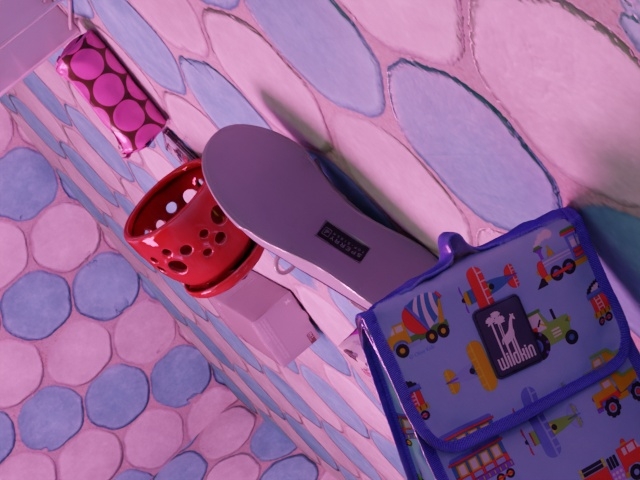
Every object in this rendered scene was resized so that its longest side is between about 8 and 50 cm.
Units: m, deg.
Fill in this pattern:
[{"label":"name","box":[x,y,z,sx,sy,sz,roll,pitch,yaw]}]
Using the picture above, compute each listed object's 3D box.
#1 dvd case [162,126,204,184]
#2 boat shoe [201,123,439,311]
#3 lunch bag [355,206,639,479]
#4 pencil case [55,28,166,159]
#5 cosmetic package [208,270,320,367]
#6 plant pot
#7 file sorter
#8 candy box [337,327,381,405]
[{"label":"dvd case","box":[-0.225,-0.136,2.077,0.119,0.013,0.087,46,166,10]},{"label":"boat shoe","box":[0.007,-0.006,1.541,0.367,0.136,0.156,33,166,14]},{"label":"lunch bag","box":[0.166,0.122,1.069,0.293,0.221,0.138,67,166,-12]},{"label":"pencil case","box":[-0.347,-0.238,1.983,0.209,0.098,0.095,51,166,-13]},{"label":"cosmetic package","box":[-0.115,0.141,2.333,0.127,0.107,0.238,57,166,-25]},{"label":"plant pot","box":[-0.199,-0.010,1.981,0.174,0.191,0.191,51,166,-25]},{"label":"file sorter","box":[-0.556,-0.407,1.951,0.277,0.193,0.173,46,164,3]},{"label":"candy box","box":[0.144,0.244,1.905,0.233,0.071,0.159,54,165,-29]}]
